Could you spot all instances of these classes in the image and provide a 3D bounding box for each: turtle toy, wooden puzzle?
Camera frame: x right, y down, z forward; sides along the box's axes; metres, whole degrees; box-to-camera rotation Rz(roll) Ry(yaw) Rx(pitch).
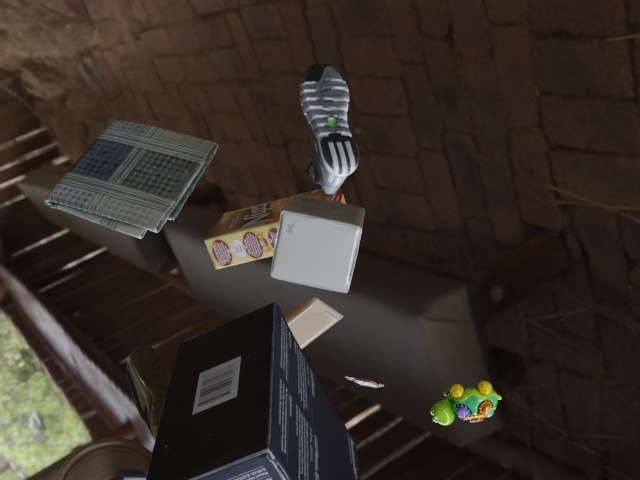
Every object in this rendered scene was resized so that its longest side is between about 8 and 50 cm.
[{"bbox_3d":[0.263,0.296,1.425,0.095,0.130,0.066,48,-146,-66],"label":"turtle toy"},{"bbox_3d":[-0.065,0.233,2.064,0.044,0.221,0.238,55,-173,24],"label":"wooden puzzle"},{"bbox_3d":[0.092,0.291,1.617,0.083,0.006,0.049,4,159,35],"label":"wooden puzzle"}]

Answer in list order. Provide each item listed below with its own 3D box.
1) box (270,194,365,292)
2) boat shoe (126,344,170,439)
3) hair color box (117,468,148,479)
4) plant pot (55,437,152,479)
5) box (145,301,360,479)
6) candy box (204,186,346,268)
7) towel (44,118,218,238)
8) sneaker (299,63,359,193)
[{"bbox_3d":[0.000,0.000,1.499,0.232,0.148,0.127,-64,-15,-78],"label":"box"},{"bbox_3d":[-0.311,0.311,1.508,0.073,0.080,0.223,-42,70,54],"label":"boat shoe"},{"bbox_3d":[-0.314,0.646,1.541,0.113,0.185,0.374,160,114,-68],"label":"hair color box"},{"bbox_3d":[-0.435,0.540,1.642,0.237,0.237,0.110,64,162,-6],"label":"plant pot"},{"bbox_3d":[-0.076,0.324,1.126,0.343,0.179,0.312,-93,-23,-64],"label":"box"},{"bbox_3d":[-0.102,-0.035,1.911,0.183,0.316,0.087,-66,-39,-65],"label":"candy box"},{"bbox_3d":[-0.447,-0.155,1.903,0.324,0.312,0.056,15,143,19],"label":"towel"},{"bbox_3d":[0.000,-0.180,1.341,0.132,0.086,0.229,116,151,-57],"label":"sneaker"}]
